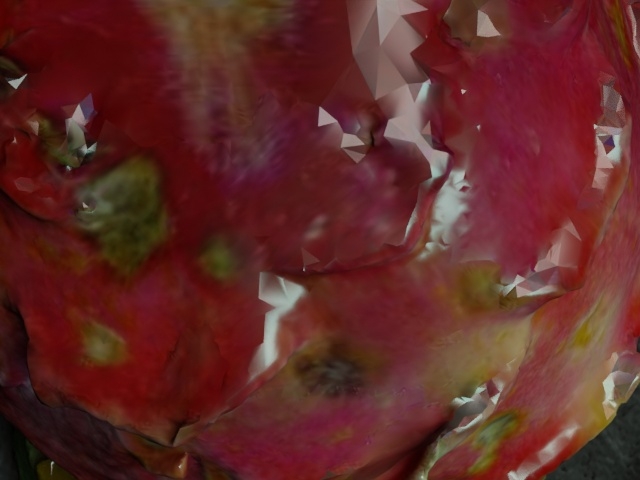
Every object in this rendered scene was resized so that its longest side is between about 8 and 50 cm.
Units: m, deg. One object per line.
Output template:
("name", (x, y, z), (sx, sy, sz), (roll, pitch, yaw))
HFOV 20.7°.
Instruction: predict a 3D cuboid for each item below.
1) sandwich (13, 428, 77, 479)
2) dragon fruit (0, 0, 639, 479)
("sandwich", (-0.059, 0.220, 0.920), (0.245, 0.063, 0.212), (16, 74, -21))
("dragon fruit", (-0.012, -0.049, 0.738), (0.371, 0.249, 0.386), (-6, 80, -9))
